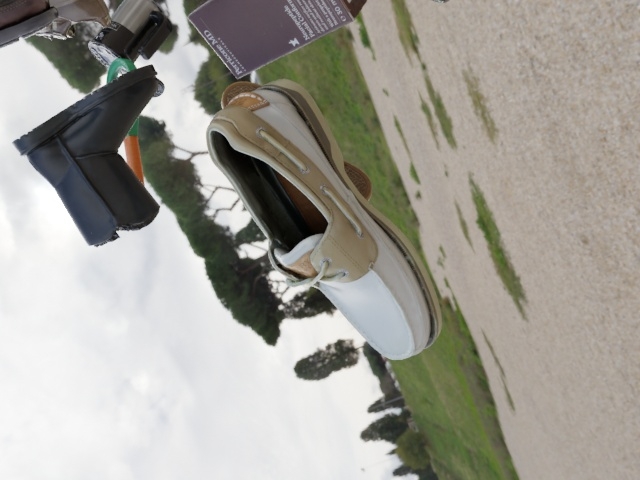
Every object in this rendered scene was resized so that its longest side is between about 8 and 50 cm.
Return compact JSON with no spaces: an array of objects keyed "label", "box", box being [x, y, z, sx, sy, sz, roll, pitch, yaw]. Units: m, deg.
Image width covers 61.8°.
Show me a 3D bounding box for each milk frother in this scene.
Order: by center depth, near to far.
[{"label":"milk frother","box":[-0.345,-0.373,1.037,0.129,0.135,0.143,26,162,8]}]

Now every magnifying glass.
[{"label":"magnifying glass","box":[-0.345,-0.210,0.963,0.026,0.092,0.231,-7,-90,-49]}]

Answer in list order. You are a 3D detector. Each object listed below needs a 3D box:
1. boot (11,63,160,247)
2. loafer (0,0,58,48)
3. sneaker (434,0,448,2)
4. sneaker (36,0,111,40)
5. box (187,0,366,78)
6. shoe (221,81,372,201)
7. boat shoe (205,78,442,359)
[{"label":"boot","box":[-0.311,-0.127,0.836,0.207,0.246,0.094,58,175,-22]},{"label":"loafer","box":[-0.406,-0.200,0.495,0.109,0.302,0.095,-102,-5,-57]},{"label":"sneaker","box":[0.059,-0.228,0.385,0.121,0.108,0.302,25,-167,-32]},{"label":"sneaker","box":[-0.358,-0.284,0.688,0.071,0.188,0.066,55,-141,-53]},{"label":"box","box":[-0.099,-0.532,1.200,0.191,0.381,0.143,48,-128,-31]},{"label":"shoe","box":[-0.035,-0.107,0.657,0.219,0.077,0.058,41,161,1]},{"label":"boat shoe","box":[0.000,0.000,0.506,0.302,0.113,0.103,55,-135,-6]}]
